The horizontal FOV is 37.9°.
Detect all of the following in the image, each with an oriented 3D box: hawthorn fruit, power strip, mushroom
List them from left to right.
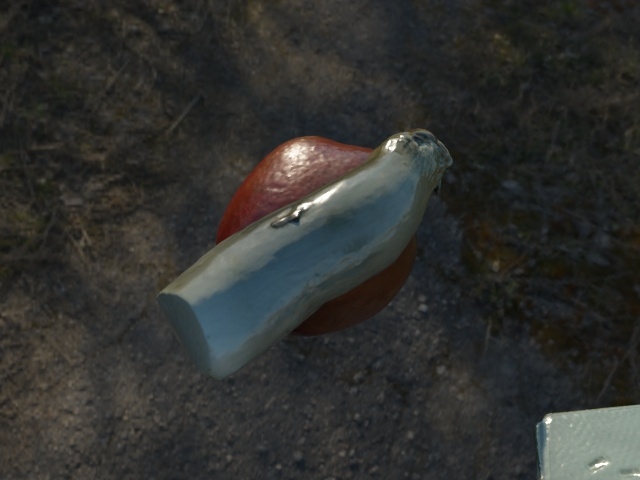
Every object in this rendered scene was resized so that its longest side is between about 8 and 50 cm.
[{"bbox_3d":[-0.009,-0.008,1.347,0.311,0.295,0.295,-14,49,-47],"label":"hawthorn fruit"},{"bbox_3d":[0.001,-0.001,1.075,0.397,0.126,0.177,-33,16,-12],"label":"mushroom"},{"bbox_3d":[0.333,0.259,0.960,0.213,0.064,0.198,-11,35,19],"label":"power strip"}]
